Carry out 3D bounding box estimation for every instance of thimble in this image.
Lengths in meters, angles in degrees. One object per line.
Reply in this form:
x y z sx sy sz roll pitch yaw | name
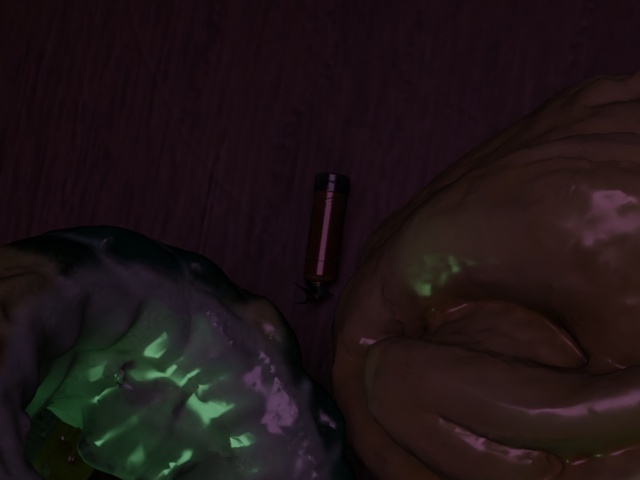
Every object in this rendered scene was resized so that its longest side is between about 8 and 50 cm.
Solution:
-0.109 0.144 0.720 0.167 0.254 0.288 -37 75 40 | thimble

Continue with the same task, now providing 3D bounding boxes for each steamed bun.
0.191 0.060 0.750 0.372 0.230 0.325 35 84 13 | steamed bun

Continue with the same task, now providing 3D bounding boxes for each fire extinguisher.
0.000 0.000 0.880 0.028 0.022 0.083 12 82 -28 | fire extinguisher

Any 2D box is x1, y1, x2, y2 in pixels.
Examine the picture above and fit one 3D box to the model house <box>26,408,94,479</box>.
-0.245 0.105 0.837 0.207 0.136 0.219 34 87 12 | model house
